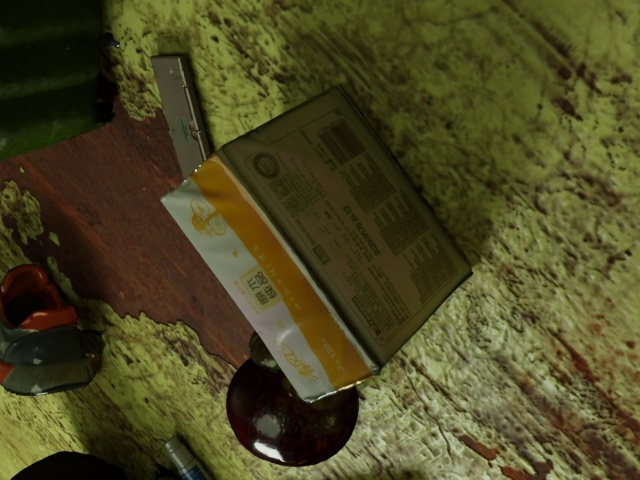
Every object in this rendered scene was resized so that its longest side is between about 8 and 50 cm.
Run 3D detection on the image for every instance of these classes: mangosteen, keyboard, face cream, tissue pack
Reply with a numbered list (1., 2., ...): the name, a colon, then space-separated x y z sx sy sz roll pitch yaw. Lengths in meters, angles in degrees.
1. mangosteen: -0.033 0.157 0.924 0.156 0.146 0.181 22 128 32
2. keyboard: -0.145 -0.124 0.933 0.055 0.017 0.166 10 122 41
3. face cream: -0.185 0.346 1.251 0.130 0.034 0.034 54 136 0
4. tissue pack: 0.000 0.000 0.771 0.225 0.185 0.124 54 137 -1

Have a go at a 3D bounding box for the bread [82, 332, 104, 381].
1. bread: -0.360 0.181 1.290 0.047 0.036 0.083 39 132 16

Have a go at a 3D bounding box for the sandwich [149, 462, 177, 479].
1. sandwich: -0.216 0.500 1.263 0.292 0.212 0.109 47 145 -17

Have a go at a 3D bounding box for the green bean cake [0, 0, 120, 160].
1. green bean cake: -0.385 -0.273 0.914 0.335 0.218 0.319 20 120 21

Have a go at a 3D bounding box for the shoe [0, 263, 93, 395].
1. shoe: -0.457 0.117 1.270 0.336 0.132 0.171 8 101 49

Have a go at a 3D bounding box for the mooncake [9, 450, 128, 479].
1. mooncake: -0.376 0.464 1.321 0.141 0.283 0.283 -29 97 11
